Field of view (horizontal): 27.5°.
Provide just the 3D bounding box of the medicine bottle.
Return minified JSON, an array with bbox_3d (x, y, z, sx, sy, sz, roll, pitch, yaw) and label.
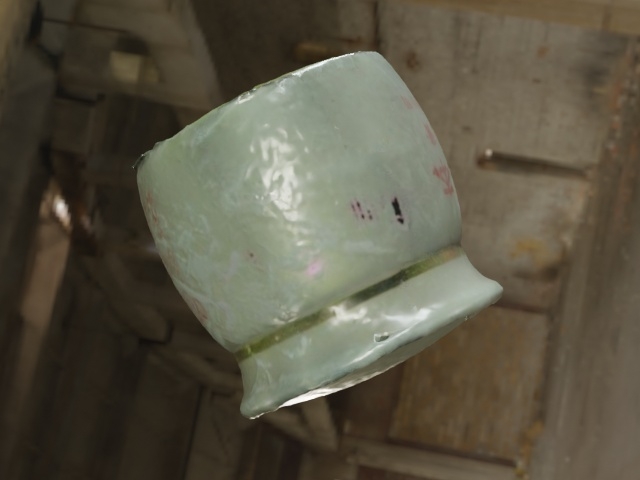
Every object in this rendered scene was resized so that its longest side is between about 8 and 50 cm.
[{"bbox_3d":[0.000,0.000,0.640,0.143,0.147,0.147,63,-174,5],"label":"medicine bottle"}]
